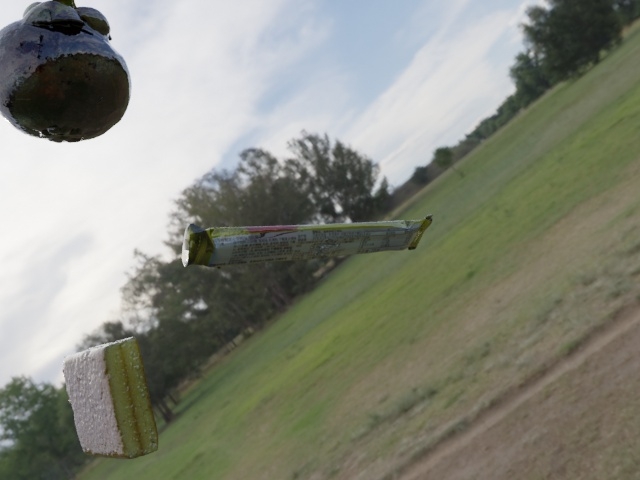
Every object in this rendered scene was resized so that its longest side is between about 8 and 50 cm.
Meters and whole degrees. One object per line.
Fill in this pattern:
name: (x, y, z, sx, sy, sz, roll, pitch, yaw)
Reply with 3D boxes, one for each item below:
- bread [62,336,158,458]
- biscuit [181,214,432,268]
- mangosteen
bread: (-0.170, 0.129, 0.535, 0.035, 0.090, 0.094, -11, -5, -41)
biscuit: (0.000, 0.000, 0.667, 0.291, 0.026, 0.048, -3, -43, -35)
mangosteen: (-0.581, -0.372, 1.479, 0.330, 0.330, 0.330, -38, -3, -3)
